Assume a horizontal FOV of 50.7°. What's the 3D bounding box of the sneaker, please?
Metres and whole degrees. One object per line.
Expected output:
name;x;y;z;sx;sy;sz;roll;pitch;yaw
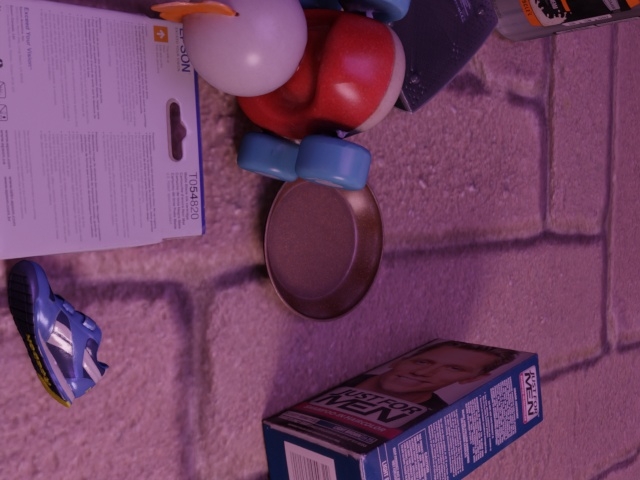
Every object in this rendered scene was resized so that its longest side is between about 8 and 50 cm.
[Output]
sneaker;-0.237;0.078;0.613;0.059;0.053;0.144;-29;120;-37

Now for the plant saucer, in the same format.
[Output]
plant saucer;0.000;0.000;0.833;0.198;0.036;0.199;-4;96;-43

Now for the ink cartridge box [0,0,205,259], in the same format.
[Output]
ink cartridge box;-0.215;-0.101;0.624;0.224;0.045;0.223;-6;97;-43

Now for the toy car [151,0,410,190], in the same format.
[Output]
toy car;-0.061;-0.186;0.651;0.238;0.210;0.219;15;90;-40

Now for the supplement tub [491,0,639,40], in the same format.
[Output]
supplement tub;0.410;-0.414;0.992;0.193;0.316;0.194;-2;94;-42

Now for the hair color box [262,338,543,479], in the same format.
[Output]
hair color box;0.116;0.230;0.860;0.347;0.174;0.105;-14;101;-41

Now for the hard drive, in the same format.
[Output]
hard drive;0.147;-0.307;0.936;0.255;0.054;0.172;-48;122;-29

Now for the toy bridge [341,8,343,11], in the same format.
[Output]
toy bridge;0.036;-0.295;0.828;0.026;0.063;0.188;42;65;-36
